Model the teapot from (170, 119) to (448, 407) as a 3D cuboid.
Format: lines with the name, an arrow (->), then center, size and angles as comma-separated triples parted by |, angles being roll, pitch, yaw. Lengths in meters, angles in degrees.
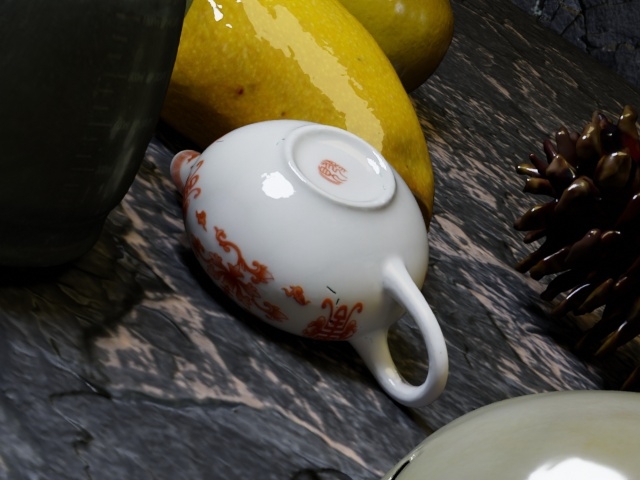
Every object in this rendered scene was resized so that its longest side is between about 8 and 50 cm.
teapot -> 0.000, 0.000, 0.906 | 0.159, 0.116, 0.245 | 1, 48, -49

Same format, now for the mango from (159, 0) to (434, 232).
mango -> -0.046, -0.127, 1.086 | 0.359, 0.144, 0.187 | 43, 39, 10

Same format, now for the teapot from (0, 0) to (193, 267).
teapot -> -0.144, -0.133, 0.787 | 0.321, 0.239, 0.239 | 13, 28, -48

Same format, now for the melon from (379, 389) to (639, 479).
melon -> 0.137, 0.177, 0.492 | 0.317, 0.223, 0.223 | 27, 19, -2

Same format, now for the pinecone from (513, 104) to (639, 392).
pinecone -> 0.283, 0.007, 1.137 | 0.292, 0.246, 0.246 | 34, 18, 11

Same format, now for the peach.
peach -> 0.013, -0.240, 1.457 | 0.251, 0.153, 0.251 | 31, 11, -7
